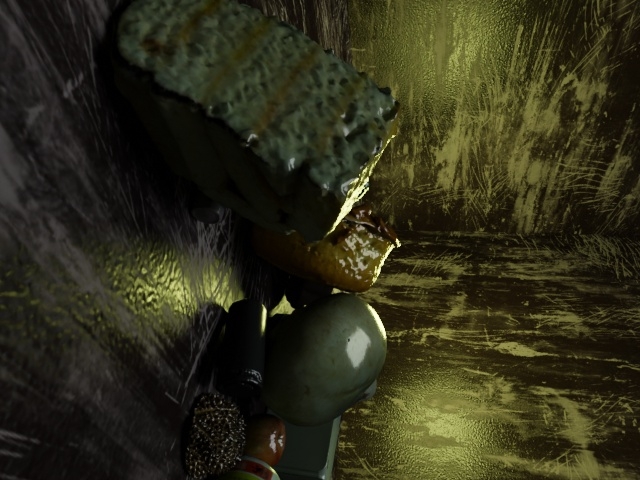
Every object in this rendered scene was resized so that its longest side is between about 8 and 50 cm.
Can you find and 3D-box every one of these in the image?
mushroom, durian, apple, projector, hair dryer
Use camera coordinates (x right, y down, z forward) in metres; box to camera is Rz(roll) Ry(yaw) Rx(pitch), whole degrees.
[{"bbox_3d":[0.001,0.274,1.083,0.260,0.352,0.352,47,-11,27],"label":"mushroom"},{"bbox_3d":[-0.183,0.374,0.863,0.188,0.091,0.148,80,14,-54],"label":"durian"},{"bbox_3d":[-0.140,0.473,1.076,0.126,0.102,0.126,-4,90,-79],"label":"apple"},{"bbox_3d":[-0.057,0.531,1.258,0.250,0.198,0.108,-75,163,-46],"label":"projector"},{"bbox_3d":[-0.166,0.273,0.970,0.197,0.089,0.251,-94,-169,-47],"label":"hair dryer"}]

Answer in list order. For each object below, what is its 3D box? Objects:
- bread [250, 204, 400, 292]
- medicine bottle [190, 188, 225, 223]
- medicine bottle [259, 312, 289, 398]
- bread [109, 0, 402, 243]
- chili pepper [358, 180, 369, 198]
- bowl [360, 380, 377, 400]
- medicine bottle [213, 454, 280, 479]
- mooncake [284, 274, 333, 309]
[{"bbox_3d":[0.001,0.000,1.089,0.337,0.358,0.204,15,89,-34],"label":"bread"},{"bbox_3d":[-0.189,-0.127,0.851,0.057,0.058,0.199,74,21,-58],"label":"medicine bottle"},{"bbox_3d":[-0.109,0.316,1.265,0.124,0.079,0.258,73,22,-54],"label":"medicine bottle"},{"bbox_3d":[-0.108,-0.169,0.703,0.239,0.395,0.264,-61,-178,-27],"label":"bread"},{"bbox_3d":[0.011,-0.210,1.362,0.233,0.257,0.248,-55,137,-65],"label":"chili pepper"},{"bbox_3d":[0.001,0.417,1.449,0.157,0.337,0.337,-34,132,-37],"label":"bowl"},{"bbox_3d":[-0.165,0.541,0.856,0.225,0.139,0.139,-68,157,-60],"label":"medicine bottle"},{"bbox_3d":[-0.021,0.086,1.388,0.283,0.141,0.283,-164,-90,-85],"label":"mooncake"}]
